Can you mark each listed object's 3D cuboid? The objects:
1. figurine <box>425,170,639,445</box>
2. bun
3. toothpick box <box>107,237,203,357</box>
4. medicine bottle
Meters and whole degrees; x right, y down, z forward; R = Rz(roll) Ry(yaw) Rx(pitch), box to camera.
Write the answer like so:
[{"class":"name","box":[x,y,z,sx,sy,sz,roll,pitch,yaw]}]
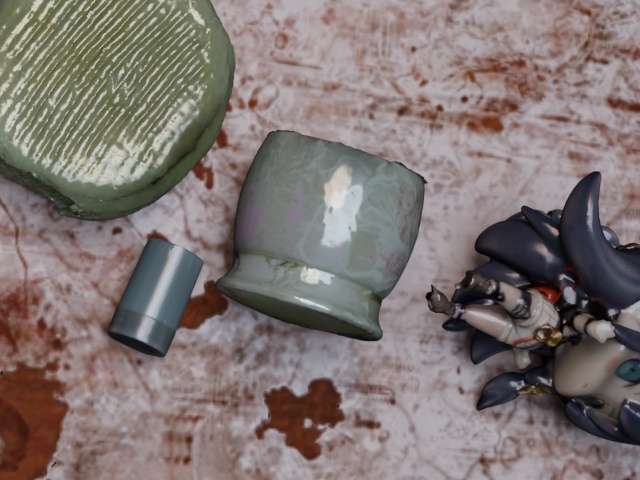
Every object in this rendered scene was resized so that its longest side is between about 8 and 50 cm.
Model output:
[{"class":"figurine","box":[0.228,0.064,1.556,0.265,0.175,0.197,47,67,-19]},{"class":"bun","box":[-0.172,-0.125,1.452,0.221,0.108,0.221,2,81,-13]},{"class":"toothpick box","box":[-0.132,0.046,1.480,0.052,0.052,0.083,27,75,-17]},{"class":"medicine bottle","box":[0.000,0.000,1.484,0.147,0.147,0.143,21,82,-18]}]
